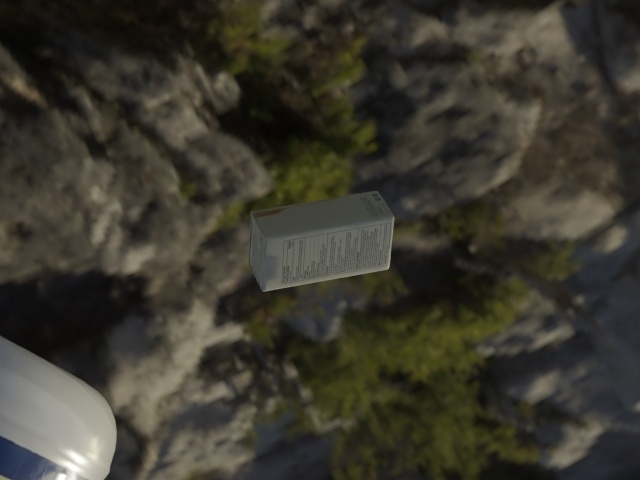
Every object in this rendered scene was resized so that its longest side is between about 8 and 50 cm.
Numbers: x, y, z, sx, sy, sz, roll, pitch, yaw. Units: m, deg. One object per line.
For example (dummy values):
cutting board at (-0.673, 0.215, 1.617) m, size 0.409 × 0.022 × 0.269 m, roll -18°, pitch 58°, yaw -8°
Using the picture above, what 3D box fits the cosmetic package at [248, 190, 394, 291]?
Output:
cosmetic package at (0.000, 0.000, 1.553) m, size 0.115 × 0.041 × 0.060 m, roll -8°, pitch 129°, yaw -18°

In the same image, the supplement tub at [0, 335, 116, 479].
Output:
supplement tub at (-0.253, 0.171, 0.791) m, size 0.235 × 0.235 × 0.325 m, roll 37°, pitch 73°, yaw -49°
